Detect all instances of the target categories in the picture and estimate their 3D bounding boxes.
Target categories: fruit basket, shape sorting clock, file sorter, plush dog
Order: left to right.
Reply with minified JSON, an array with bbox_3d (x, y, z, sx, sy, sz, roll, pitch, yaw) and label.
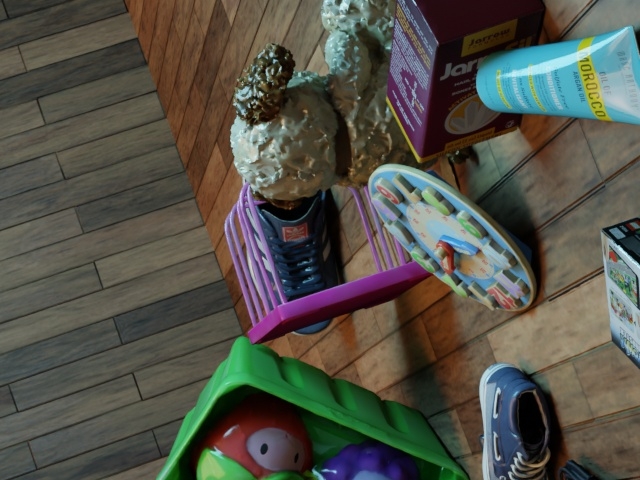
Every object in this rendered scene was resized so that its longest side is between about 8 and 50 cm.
[{"bbox_3d":[-0.022,0.348,2.170,0.283,0.392,0.392,-56,41,26],"label":"fruit basket"},{"bbox_3d":[0.000,0.000,2.095,0.290,0.202,0.182,135,117,-77],"label":"file sorter"},{"bbox_3d":[0.015,-0.116,1.781,0.262,0.225,0.211,84,163,-47],"label":"plush dog"},{"bbox_3d":[0.130,0.001,1.713,0.206,0.040,0.206,32,161,13],"label":"shape sorting clock"}]

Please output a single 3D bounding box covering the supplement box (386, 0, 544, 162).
[{"bbox_3d":[0.124,-0.163,1.510,0.188,0.104,0.081,93,155,-60],"label":"supplement box"}]

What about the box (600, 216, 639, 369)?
[{"bbox_3d":[0.283,0.077,1.318,0.207,0.036,0.114,-127,21,-56],"label":"box"}]

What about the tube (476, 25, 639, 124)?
[{"bbox_3d":[0.199,-0.128,1.356,0.207,0.052,0.080,8,125,63],"label":"tube"}]

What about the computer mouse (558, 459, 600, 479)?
[{"bbox_3d":[0.293,0.346,1.651,0.184,0.060,0.262,171,92,-82],"label":"computer mouse"}]

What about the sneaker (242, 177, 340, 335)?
[{"bbox_3d":[-0.042,-0.010,2.437,0.148,0.131,0.350,-127,21,-69],"label":"sneaker"}]

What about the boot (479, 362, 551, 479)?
[{"bbox_3d":[0.211,0.228,1.797,0.086,0.069,0.190,-139,35,-71],"label":"boot"}]

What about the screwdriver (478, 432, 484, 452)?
[{"bbox_3d":[0.225,0.301,1.989,0.170,0.024,0.025,66,-162,-4],"label":"screwdriver"}]
